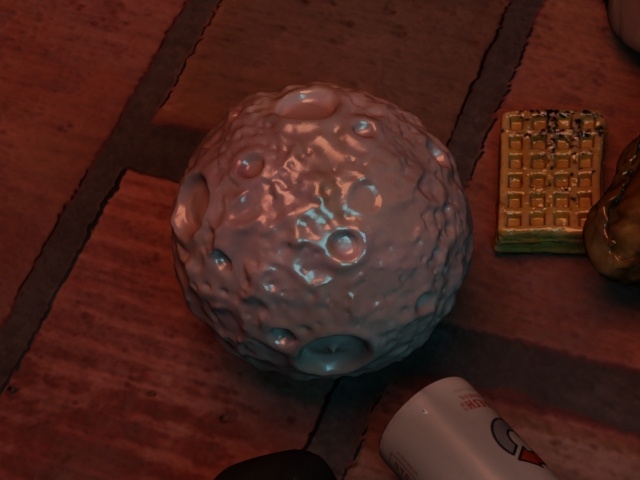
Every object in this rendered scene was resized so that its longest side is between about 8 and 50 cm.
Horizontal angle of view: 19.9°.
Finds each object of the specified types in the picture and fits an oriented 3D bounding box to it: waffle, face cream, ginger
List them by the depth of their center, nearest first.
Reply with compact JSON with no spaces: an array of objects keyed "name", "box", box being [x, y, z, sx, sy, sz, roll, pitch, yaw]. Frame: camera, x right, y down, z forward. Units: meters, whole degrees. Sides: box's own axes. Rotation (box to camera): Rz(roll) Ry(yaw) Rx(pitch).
[{"name":"face cream","box":[0.147,0.212,1.447,0.096,0.096,0.214,-35,56,-13]},{"name":"ginger","box":[0.342,-0.097,1.583,0.172,0.165,0.321,17,69,3]},{"name":"waffle","box":[0.210,-0.054,1.657,0.102,0.042,0.148,0,55,11]}]

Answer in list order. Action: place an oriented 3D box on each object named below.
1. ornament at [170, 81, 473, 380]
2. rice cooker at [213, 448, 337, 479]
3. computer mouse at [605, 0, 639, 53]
[{"name":"ornament","box":[0.000,0.000,1.529,0.259,0.259,0.225,-11,58,4]},{"name":"rice cooker","box":[-0.039,0.264,1.424,0.118,0.142,0.203,-6,53,23]},{"name":"computer mouse","box":[0.398,-0.330,1.772,0.199,0.115,0.389,20,62,20]}]
